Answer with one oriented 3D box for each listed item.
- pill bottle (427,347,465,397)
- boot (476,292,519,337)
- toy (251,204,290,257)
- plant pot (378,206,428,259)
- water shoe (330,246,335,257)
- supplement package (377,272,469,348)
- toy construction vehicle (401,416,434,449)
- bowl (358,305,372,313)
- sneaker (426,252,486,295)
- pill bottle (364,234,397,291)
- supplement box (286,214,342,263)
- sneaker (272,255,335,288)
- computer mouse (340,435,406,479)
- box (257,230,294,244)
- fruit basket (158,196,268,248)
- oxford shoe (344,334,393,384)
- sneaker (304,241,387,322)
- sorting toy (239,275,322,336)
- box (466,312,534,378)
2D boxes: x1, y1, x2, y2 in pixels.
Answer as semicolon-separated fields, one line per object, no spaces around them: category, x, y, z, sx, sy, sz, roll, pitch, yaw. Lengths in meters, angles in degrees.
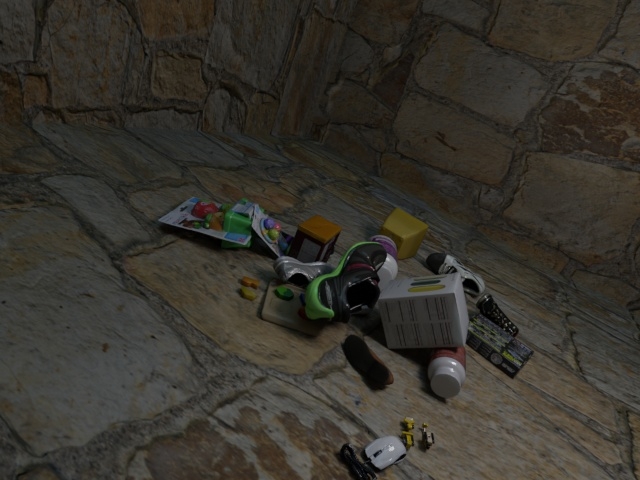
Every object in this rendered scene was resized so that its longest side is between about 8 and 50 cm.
pill bottle;0.424;0.422;1.402;0.121;0.121;0.216;27;24;9
boot;0.790;0.338;1.852;0.178;0.085;0.236;49;0;38
toy;-0.188;-0.033;1.707;0.136;0.056;0.237;-92;156;-47
plant pot;0.411;-0.017;2.228;0.212;0.212;0.187;34;39;24
water shoe;0.000;0.000;1.961;0.073;0.080;0.203;-4;35;-46
supplement package;0.370;0.248;1.483;0.263;0.197;0.199;-9;12;26
toy construction vehicle;0.262;0.535;1.145;0.086;0.035;0.098;10;22;-1
bowl;0.121;0.235;1.613;0.142;0.053;0.142;7;28;-33
sneaker;0.697;0.173;2.158;0.331;0.122;0.146;29;23;15
pill bottle;0.259;0.103;1.866;0.170;0.169;0.301;23;23;-1
supplement box;-0.029;0.022;1.749;0.129;0.194;0.191;29;25;12
sneaker;-0.047;0.147;1.599;0.282;0.105;0.115;11;36;-30
computer mouse;0.148;0.527;1.040;0.193;0.042;0.106;-1;32;-42
box;-0.211;-0.020;1.882;0.162;0.029;0.116;27;25;5
fruit basket;-0.421;-0.102;1.712;0.354;0.165;0.327;20;24;2
oxford shoe;0.152;0.385;1.333;0.212;0.076;0.076;44;1;43
sneaker;0.132;0.158;1.484;0.203;0.185;0.483;17;33;26
sorting toy;-0.135;0.209;1.457;0.308;0.041;0.229;20;24;-7
box;0.721;0.426;1.731;0.270;0.060;0.216;37;28;30
